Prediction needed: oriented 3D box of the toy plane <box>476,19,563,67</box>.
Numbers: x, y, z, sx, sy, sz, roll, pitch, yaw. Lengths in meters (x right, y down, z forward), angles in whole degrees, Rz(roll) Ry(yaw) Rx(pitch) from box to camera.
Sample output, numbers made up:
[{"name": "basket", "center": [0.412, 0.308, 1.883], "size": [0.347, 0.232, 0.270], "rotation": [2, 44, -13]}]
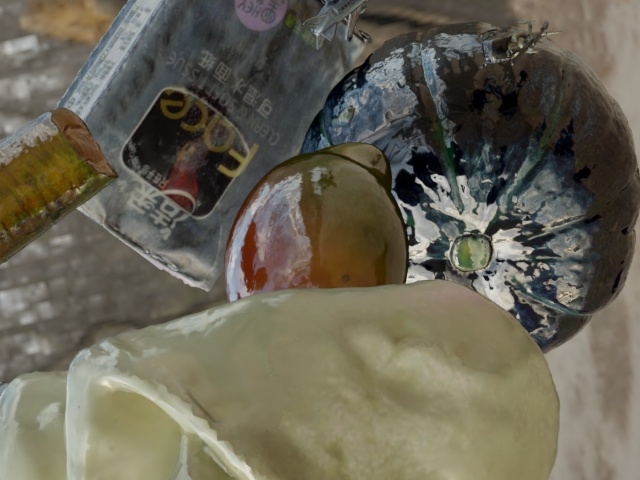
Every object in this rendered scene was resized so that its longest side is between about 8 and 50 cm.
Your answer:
[{"name": "toy plane", "center": [0.176, -0.178, 1.471], "size": [0.121, 0.049, 0.031], "rotation": [-32, -64, -56]}]

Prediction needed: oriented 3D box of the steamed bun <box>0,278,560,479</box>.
[{"name": "steamed bun", "center": [-0.036, 0.185, 0.968], "size": [0.339, 0.352, 0.247], "rotation": [125, 131, -62]}]

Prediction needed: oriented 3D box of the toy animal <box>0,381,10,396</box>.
[{"name": "toy animal", "center": [-0.325, 0.296, 1.359], "size": [0.284, 0.302, 0.225], "rotation": [-142, 39, -64]}]

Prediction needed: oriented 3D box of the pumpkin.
[{"name": "pumpkin", "center": [0.153, -0.044, 1.668], "size": [0.266, 0.363, 0.363], "rotation": [-90, -12, -68]}]

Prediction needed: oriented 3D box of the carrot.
[{"name": "carrot", "center": [-0.239, -0.031, 1.227], "size": [0.082, 0.173, 0.082], "rotation": [51, 171, 11]}]

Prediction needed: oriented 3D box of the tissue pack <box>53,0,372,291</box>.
[{"name": "tissue pack", "center": [-0.139, -0.155, 1.840], "size": [0.259, 0.361, 0.122], "rotation": [38, 170, -33]}]

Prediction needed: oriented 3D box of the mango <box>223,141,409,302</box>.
[{"name": "mango", "center": [-0.002, 0.005, 1.205], "size": [0.289, 0.129, 0.146], "rotation": [-80, 12, -79]}]

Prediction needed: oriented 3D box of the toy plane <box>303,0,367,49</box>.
[{"name": "toy plane", "center": [0.020, -0.178, 1.181], "size": [0.031, 0.083, 0.078], "rotation": [35, 171, 25]}]
